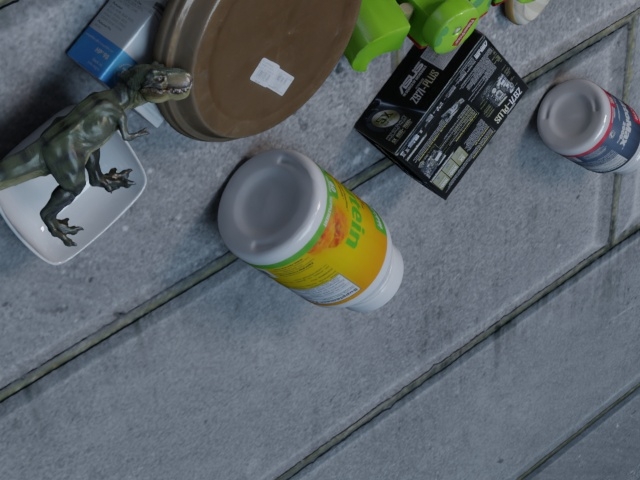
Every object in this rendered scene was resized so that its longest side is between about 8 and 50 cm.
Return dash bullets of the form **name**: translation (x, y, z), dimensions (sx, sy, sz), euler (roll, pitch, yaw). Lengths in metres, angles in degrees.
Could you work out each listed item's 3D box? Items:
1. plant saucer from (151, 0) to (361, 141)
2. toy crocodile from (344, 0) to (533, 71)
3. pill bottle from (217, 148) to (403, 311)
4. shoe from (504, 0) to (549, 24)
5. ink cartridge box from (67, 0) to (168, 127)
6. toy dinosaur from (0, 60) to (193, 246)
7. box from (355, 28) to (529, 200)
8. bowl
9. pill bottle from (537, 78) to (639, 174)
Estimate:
- **plant saucer**: translation (-0.050, -0.212, 1.328), dimensions (0.278, 0.041, 0.278), euler (-38, 149, -27)
- **toy crocodile**: translation (0.169, -0.292, 1.532), dimensions (0.340, 0.115, 0.105), euler (-32, 157, -23)
- **pill bottle**: translation (0.000, 0.000, 1.565), dimensions (0.136, 0.136, 0.246), euler (-54, 143, 1)
- **shoe**: translation (0.292, -0.363, 1.647), dimensions (0.076, 0.058, 0.219), euler (1, 118, -47)
- **ink cartridge box**: translation (-0.147, -0.213, 1.300), dimensions (0.180, 0.060, 0.104), euler (-52, 144, -2)
- **toy dinosaur**: translation (-0.232, -0.069, 1.246), dimensions (0.268, 0.064, 0.118), euler (-35, 137, -15)
- **box**: translation (0.151, -0.164, 1.643), dimensions (0.180, 0.077, 0.147), euler (-54, 143, 2)
- **bowl**: translation (-0.255, -0.060, 1.316), dimensions (0.142, 0.053, 0.142), euler (-45, 142, -12)
- **pill bottle**: translation (0.391, -0.153, 1.881), dimensions (0.180, 0.108, 0.108), euler (17, 106, -52)
